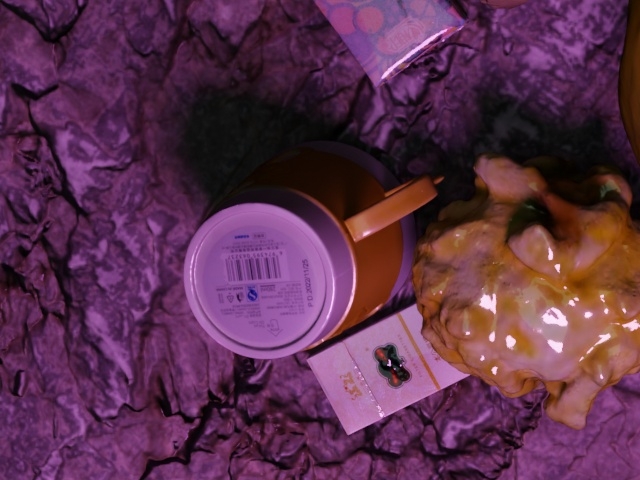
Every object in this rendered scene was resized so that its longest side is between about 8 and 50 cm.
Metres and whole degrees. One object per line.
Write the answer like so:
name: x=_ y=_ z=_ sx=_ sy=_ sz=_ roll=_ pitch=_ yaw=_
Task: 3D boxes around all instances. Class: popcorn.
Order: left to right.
popcorn: x=0.210 y=0.044 z=1.446 sx=0.256 sy=0.195 sz=0.255 roll=1 pitch=97 yaw=12

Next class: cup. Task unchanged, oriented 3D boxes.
cup: x=0.000 y=0.000 z=1.468 sx=0.241 sy=0.226 sz=0.185 roll=-28 pitch=93 yaw=23

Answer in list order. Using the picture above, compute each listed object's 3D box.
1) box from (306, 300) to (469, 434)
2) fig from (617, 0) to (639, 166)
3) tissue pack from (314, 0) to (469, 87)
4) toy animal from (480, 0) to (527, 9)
box: x=0.079 y=0.119 z=1.574 sx=0.167 sy=0.024 sz=0.090 roll=-28 pitch=93 yaw=14
fig: x=0.402 y=-0.135 z=1.314 sx=0.343 sy=0.343 sz=0.343 roll=2 pitch=99 yaw=12
tissue pack: x=0.057 y=-0.237 z=1.502 sx=0.108 sy=0.060 sz=0.148 roll=-35 pitch=90 yaw=16
toy animal: x=0.245 y=-0.299 z=1.428 sx=0.186 sy=0.094 sz=0.214 roll=11 pitch=121 yaw=-2
